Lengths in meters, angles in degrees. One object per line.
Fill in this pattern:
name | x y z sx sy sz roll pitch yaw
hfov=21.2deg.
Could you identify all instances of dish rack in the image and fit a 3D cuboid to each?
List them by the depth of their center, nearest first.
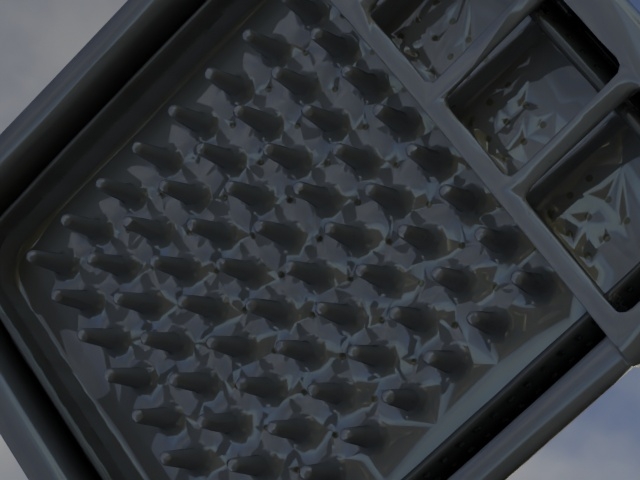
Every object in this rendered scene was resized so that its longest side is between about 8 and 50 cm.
dish rack | 0.000 0.000 0.748 0.333 0.285 0.072 -43 -24 13
